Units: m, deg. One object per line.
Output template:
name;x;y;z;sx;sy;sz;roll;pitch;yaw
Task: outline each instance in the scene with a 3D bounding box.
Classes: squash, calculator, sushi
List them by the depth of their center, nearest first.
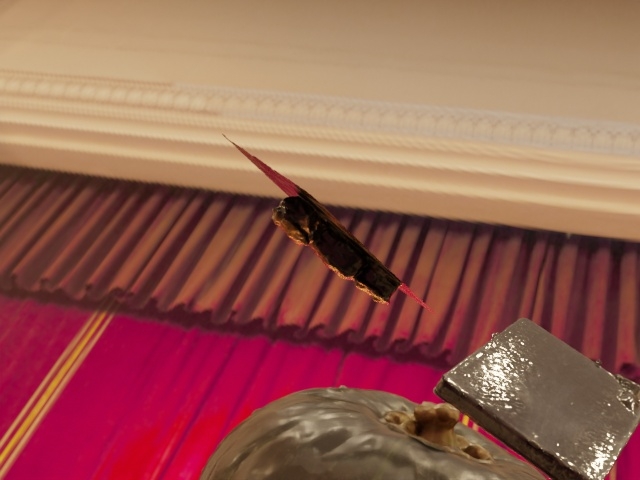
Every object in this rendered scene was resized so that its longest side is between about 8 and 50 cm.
squash;0.028;0.142;0.418;0.193;0.193;0.156;32;-71;-5
sushi;0.000;0.000;0.785;0.201;0.031;0.139;42;-4;-40
calculator;0.217;0.143;0.895;0.161;0.261;0.021;34;-68;21
